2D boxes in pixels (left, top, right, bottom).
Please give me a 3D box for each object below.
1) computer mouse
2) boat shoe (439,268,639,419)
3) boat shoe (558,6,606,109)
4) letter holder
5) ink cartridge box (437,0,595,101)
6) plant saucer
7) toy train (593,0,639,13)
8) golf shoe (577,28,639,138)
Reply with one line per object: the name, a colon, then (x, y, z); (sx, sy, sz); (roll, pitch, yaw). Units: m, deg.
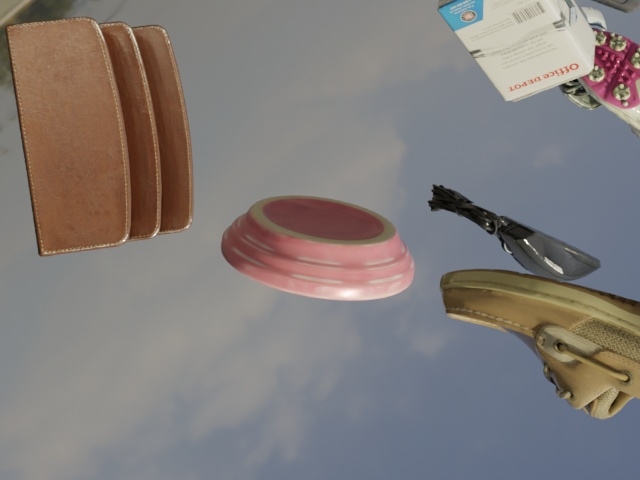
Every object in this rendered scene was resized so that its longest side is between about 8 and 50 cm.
computer mouse: (0.268, -0.004, 1.405); (0.184, 0.262, 0.060); (35, -78, 55)
boat shoe: (0.248, 0.103, 0.870); (0.341, 0.121, 0.110); (14, -92, 38)
boat shoe: (0.470, -0.318, 1.741); (0.121, 0.119, 0.335); (-17, 166, 26)
letter holder: (-0.289, -0.146, 1.337); (0.214, 0.302, 0.152); (-8, -175, -5)
ink cartridge box: (0.272, -0.298, 1.336); (0.139, 0.190, 0.082); (-18, -137, 36)
plant saucer: (0.000, 0.000, 1.652); (0.332, 0.332, 0.084); (-111, -152, -68)
toy train: (0.330, -0.261, 0.923); (0.080, 0.184, 0.105); (138, -33, -70)
golf shoe: (0.509, -0.216, 1.561); (0.115, 0.306, 0.140); (-45, 166, -11)
